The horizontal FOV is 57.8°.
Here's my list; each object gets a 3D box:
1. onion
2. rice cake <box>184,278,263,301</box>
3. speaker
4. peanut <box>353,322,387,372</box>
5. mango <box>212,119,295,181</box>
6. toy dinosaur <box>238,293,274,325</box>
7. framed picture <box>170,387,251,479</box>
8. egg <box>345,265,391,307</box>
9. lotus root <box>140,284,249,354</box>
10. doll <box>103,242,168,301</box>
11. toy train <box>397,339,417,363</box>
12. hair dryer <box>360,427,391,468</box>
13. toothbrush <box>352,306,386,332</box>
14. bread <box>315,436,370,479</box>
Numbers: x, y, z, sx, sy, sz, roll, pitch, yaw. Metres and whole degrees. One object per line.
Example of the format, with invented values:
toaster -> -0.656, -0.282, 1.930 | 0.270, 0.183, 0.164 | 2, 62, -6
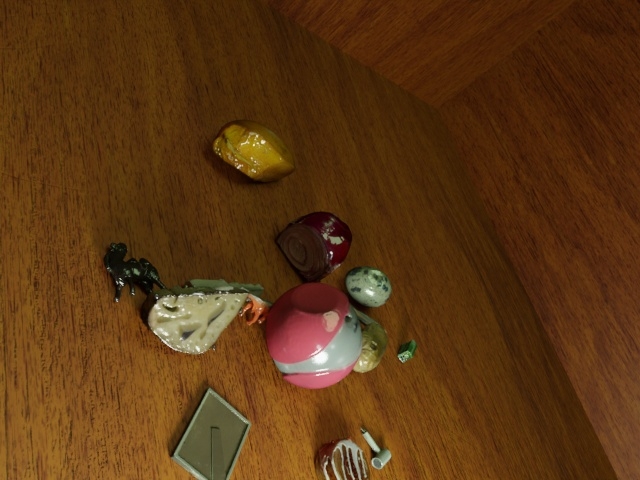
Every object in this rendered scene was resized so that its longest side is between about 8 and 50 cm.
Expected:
onion -> 0.003, -0.002, 1.941 | 0.216, 0.206, 0.207 | 53, 32, 0
rice cake -> -0.264, 0.137, 1.603 | 0.256, 0.057, 0.052 | 7, 56, -49
speaker -> -0.014, 0.273, 1.634 | 0.294, 0.294, 0.294 | 33, 37, -30
peanut -> 0.158, 0.344, 1.910 | 0.120, 0.110, 0.236 | 40, 30, 3
mango -> -0.204, -0.299, 1.983 | 0.350, 0.201, 0.199 | 13, 79, -57
toy dinosaur -> -0.181, 0.189, 1.624 | 0.279, 0.101, 0.055 | 20, 33, -58
framed picture -> -0.249, 0.463, 1.353 | 0.150, 0.015, 0.203 | 45, 32, -15
egg -> 0.169, 0.160, 2.068 | 0.182, 0.141, 0.141 | 30, 38, -17
lotus root -> -0.308, 0.189, 1.414 | 0.261, 0.074, 0.170 | 11, 88, -38
doll -> -0.458, 0.076, 1.414 | 0.139, 0.057, 0.165 | 4, 52, -47
toy train -> 0.317, 0.403, 2.108 | 0.038, 0.056, 0.093 | 53, 32, -5
hair dryer -> 0.156, 0.611, 1.725 | 0.124, 0.038, 0.063 | 54, 31, 11
toothbrush -> 0.104, 0.239, 2.013 | 0.375, 0.028, 0.037 | 36, -5, -27
bread -> 0.062, 0.614, 1.559 | 0.160, 0.073, 0.160 | 32, 38, -30
